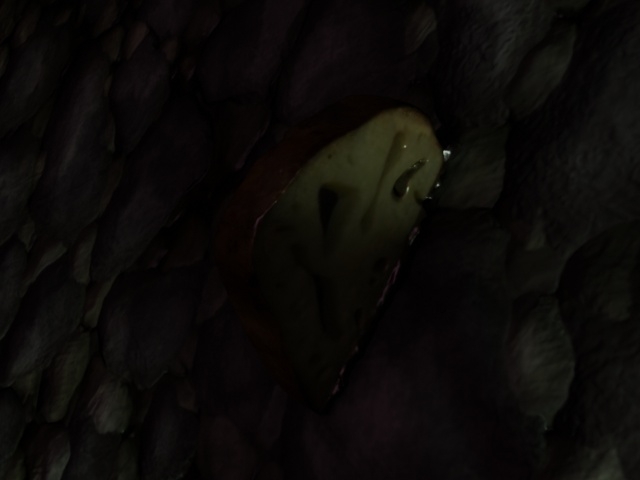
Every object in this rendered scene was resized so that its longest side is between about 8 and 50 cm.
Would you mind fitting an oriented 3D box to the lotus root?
[{"bbox_3d":[0.000,0.000,0.824,0.074,0.170,0.260,30,90,47],"label":"lotus root"}]
